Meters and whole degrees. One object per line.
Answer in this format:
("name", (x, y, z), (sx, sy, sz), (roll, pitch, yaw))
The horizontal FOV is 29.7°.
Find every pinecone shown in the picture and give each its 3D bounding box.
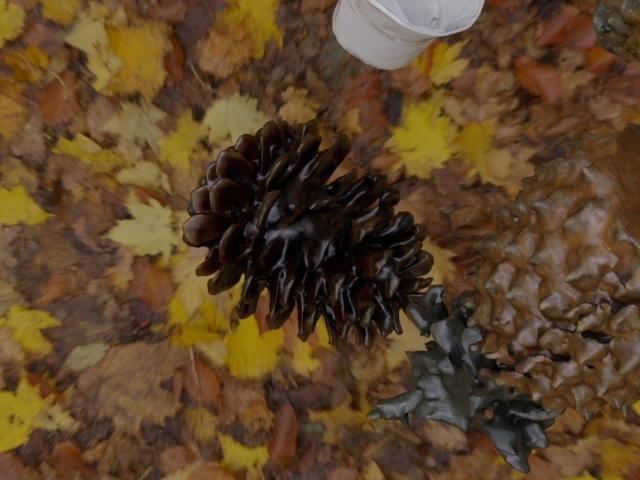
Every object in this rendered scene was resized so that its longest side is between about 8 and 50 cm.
("pinecone", (-0.001, 0.001, 1.345), (0.292, 0.246, 0.246), (30, 87, 18))

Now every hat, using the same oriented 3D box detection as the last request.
("hat", (0.087, -0.286, 1.455), (0.203, 0.126, 0.203), (15, 49, -18))

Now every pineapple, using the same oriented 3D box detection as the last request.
("pineapple", (0.189, 0.077, 1.013), (0.223, 0.223, 0.357), (43, 127, -3))

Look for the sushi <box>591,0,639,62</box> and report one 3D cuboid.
("sushi", (0.404, -0.239, 0.919), (0.418, 0.417, 0.175), (-13, 104, -4))
